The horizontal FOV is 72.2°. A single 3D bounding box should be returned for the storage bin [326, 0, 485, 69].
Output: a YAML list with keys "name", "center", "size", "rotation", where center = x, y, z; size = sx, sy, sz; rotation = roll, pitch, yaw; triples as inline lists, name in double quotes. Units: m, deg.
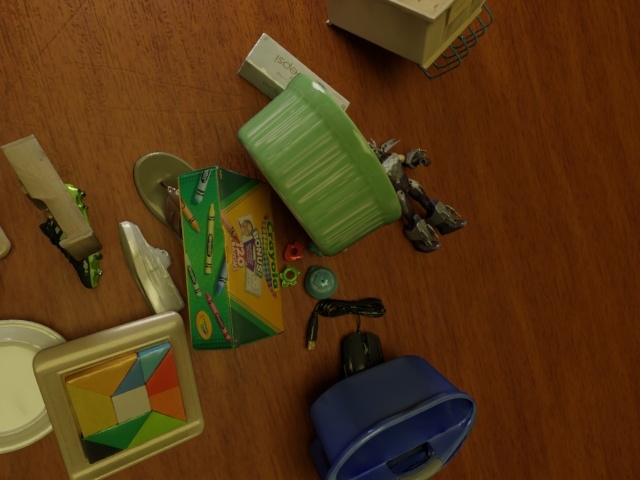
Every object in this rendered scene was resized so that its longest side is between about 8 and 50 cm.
- name: "storage bin"
  center: [0.184, -0.520, 0.902]
  size: [0.262, 0.123, 0.260]
  rotation: [34, 71, 21]

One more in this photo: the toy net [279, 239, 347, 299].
- name: "toy net"
  center: [0.000, 0.000, 0.909]
  size: [0.122, 0.045, 0.232]
  rotation: [17, 76, 0]

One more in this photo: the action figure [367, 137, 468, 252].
- name: "action figure"
  center: [0.188, -0.112, 0.968]
  size: [0.185, 0.099, 0.285]
  rotation: [-45, 101, -15]

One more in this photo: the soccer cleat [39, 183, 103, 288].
- name: "soccer cleat"
  center: [-0.409, -0.004, 0.718]
  size: [0.073, 0.060, 0.178]
  rotation: [-15, 87, -14]

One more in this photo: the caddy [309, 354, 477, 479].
- name: "caddy"
  center: [0.138, 0.375, 0.826]
  size: [0.342, 0.179, 0.241]
  rotation: [-14, 122, -24]

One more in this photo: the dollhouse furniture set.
- name: "dollhouse furniture set"
  center: [-0.458, -0.008, 0.592]
  size: [0.242, 0.212, 0.160]
  rotation: [-32, 90, -22]

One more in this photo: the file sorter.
- name: "file sorter"
  center: [0.305, -0.484, 1.030]
  size: [0.104, 0.118, 0.170]
  rotation: [44, 71, -19]

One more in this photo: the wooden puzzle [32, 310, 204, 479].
- name: "wooden puzzle"
  center: [-0.314, 0.258, 0.717]
  size: [0.221, 0.044, 0.238]
  rotation: [-15, 106, -28]

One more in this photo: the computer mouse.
- name: "computer mouse"
  center: [0.059, 0.245, 0.907]
  size: [0.184, 0.060, 0.261]
  rotation: [10, 83, -24]

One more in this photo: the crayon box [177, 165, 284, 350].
- name: "crayon box"
  center: [-0.145, 0.031, 0.740]
  size: [0.165, 0.081, 0.278]
  rotation: [7, 75, -67]

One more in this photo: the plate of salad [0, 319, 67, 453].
- name: "plate of salad"
  center: [-0.481, 0.221, 0.671]
  size: [0.200, 0.048, 0.199]
  rotation: [2, 86, -29]

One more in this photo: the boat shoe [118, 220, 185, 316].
- name: "boat shoe"
  center: [-0.289, 0.048, 0.762]
  size: [0.063, 0.066, 0.184]
  rotation: [-27, 97, -33]

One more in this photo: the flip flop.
- name: "flip flop"
  center: [-0.228, -0.035, 0.783]
  size: [0.112, 0.080, 0.276]
  rotation: [-30, 99, -23]

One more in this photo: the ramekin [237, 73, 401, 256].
- name: "ramekin"
  center: [-0.010, -0.116, 0.768]
  size: [0.148, 0.303, 0.303]
  rotation: [-36, 102, -1]

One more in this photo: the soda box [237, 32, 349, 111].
- name: "soda box"
  center: [-0.052, -0.306, 0.885]
  size: [0.216, 0.069, 0.073]
  rotation: [34, 74, -18]
